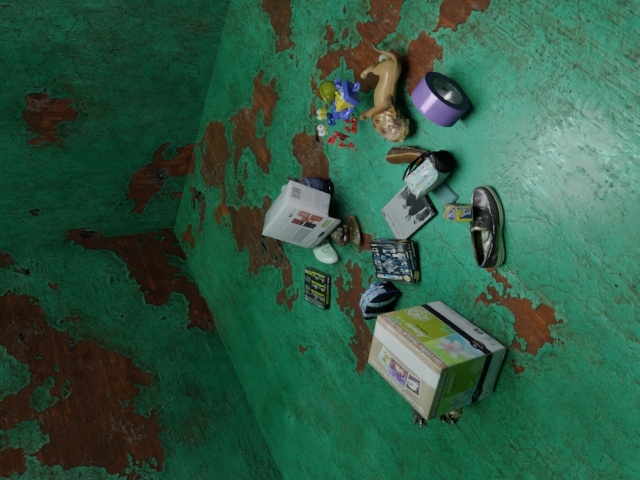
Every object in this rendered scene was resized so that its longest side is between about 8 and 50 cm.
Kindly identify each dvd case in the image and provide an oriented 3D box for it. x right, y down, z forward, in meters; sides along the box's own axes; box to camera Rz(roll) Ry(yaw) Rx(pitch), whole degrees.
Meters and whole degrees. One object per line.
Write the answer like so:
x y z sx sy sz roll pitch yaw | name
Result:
0.353 -0.116 1.914 0.238 0.030 0.179 -49 58 47 | dvd case

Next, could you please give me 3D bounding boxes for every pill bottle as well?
-0.047 -0.244 2.275 0.123 0.219 0.122 15 108 53 | pill bottle

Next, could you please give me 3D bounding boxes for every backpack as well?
0.236 0.258 2.022 0.117 0.173 0.158 46 132 39 | backpack
0.390 -0.241 1.725 0.182 0.152 0.115 -43 66 39 | backpack

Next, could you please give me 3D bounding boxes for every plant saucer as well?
0.442 -0.202 1.785 0.192 0.018 0.067 57 137 32 | plant saucer

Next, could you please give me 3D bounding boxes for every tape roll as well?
0.413 -0.486 1.626 0.080 0.189 0.189 -49 58 46 | tape roll

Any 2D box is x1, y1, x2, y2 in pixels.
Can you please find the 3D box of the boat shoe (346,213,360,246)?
0.163 -0.047 2.172 0.056 0.049 0.152 -16 78 35 | boat shoe

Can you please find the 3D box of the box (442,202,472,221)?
0.477 -0.100 1.652 0.169 0.059 0.054 -96 4 -82 | box

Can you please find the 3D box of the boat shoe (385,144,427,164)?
0.346 -0.341 1.847 0.207 0.073 0.073 15 68 46 | boat shoe

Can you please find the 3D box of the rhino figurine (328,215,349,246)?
0.072 -0.049 2.240 0.243 0.073 0.106 -129 32 -62 | rhino figurine

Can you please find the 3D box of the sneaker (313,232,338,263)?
-0.001 0.000 2.336 0.256 0.094 0.151 46 150 42 | sneaker

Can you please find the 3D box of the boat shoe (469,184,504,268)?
0.553 -0.044 1.598 0.103 0.092 0.285 -4 93 54 | boat shoe

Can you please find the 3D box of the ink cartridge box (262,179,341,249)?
-0.085 -0.107 2.185 0.309 0.272 0.130 -44 34 52 | ink cartridge box

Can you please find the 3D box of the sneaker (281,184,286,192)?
-0.129 -0.217 2.498 0.235 0.094 0.153 0 88 44 | sneaker

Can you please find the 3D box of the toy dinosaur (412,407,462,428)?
0.451 0.595 1.825 0.322 0.164 0.218 -70 -14 -70 | toy dinosaur

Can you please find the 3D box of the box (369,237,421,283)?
0.307 0.082 1.970 0.220 0.051 0.175 2 109 54 | box

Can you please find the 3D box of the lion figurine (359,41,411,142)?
0.258 -0.582 1.849 0.240 0.142 0.392 -149 51 -64 | lion figurine

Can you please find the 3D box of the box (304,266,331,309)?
-0.019 0.249 2.481 0.191 0.045 0.184 18 108 52 | box

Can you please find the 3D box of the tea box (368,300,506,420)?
0.402 0.408 1.678 0.329 0.324 0.220 37 127 49 | tea box

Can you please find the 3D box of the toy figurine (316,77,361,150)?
0.117 -0.576 1.943 0.217 0.191 0.362 -46 36 47 | toy figurine
